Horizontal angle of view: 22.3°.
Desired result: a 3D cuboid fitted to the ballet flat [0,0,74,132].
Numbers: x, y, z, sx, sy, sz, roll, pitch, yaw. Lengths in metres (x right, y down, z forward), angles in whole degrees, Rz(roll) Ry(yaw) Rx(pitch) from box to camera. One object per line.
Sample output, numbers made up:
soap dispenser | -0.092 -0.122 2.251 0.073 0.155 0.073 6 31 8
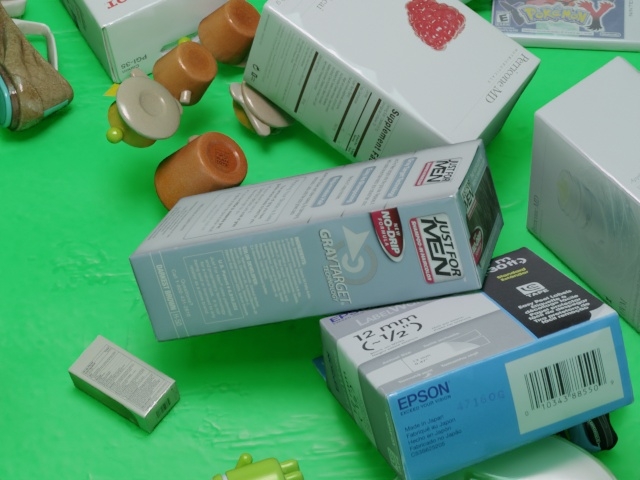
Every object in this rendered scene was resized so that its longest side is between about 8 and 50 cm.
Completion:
ballet flat | -0.426 -0.280 2.150 0.124 0.116 0.342 -16 53 -32

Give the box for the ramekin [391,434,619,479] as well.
ramekin | 0.185 0.334 1.632 0.303 0.148 0.303 -2 55 3

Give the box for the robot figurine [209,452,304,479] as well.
robot figurine | -0.073 0.274 1.745 0.115 0.067 0.101 -16 28 -6

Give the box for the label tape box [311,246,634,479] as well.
label tape box | 0.138 0.106 1.718 0.249 0.115 0.348 -19 23 -11

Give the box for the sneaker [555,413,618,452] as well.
sneaker | 0.295 0.156 1.811 0.078 0.067 0.188 11 52 -14

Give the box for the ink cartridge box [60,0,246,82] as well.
ink cartridge box | -0.250 -0.373 2.184 0.207 0.117 0.283 -26 57 -14

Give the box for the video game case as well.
video game case | 0.331 -0.330 2.165 0.201 0.023 0.183 3 55 7

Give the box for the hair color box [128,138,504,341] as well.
hair color box | 0.000 0.000 1.797 0.374 0.114 0.185 -11 19 19

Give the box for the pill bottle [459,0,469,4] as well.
pill bottle | 0.157 -0.504 2.187 0.210 0.210 0.363 7 56 10

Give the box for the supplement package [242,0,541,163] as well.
supplement package | 0.082 -0.206 1.959 0.293 0.175 0.177 37 62 6

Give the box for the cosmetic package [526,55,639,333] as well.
cosmetic package | 0.356 -0.043 1.837 0.138 0.224 0.225 -32 58 -18

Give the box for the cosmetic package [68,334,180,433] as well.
cosmetic package | -0.223 0.163 1.851 0.115 0.041 0.060 30 63 23

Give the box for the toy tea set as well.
toy tea set | -0.148 -0.159 2.034 0.200 0.124 0.336 45 43 -7
